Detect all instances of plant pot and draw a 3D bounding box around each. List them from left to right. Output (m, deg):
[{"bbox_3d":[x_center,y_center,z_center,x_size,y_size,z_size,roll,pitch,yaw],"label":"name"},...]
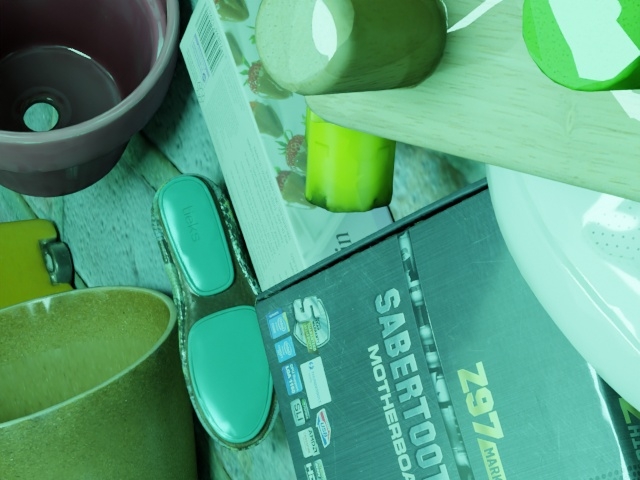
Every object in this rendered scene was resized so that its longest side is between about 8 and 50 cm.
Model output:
[{"bbox_3d":[-0.202,-0.124,1.152,0.180,0.201,0.201,103,152,-69],"label":"plant pot"},{"bbox_3d":[-0.184,0.196,1.187,0.237,0.237,0.254,25,135,61],"label":"plant pot"}]

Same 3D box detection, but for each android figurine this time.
[{"bbox_3d":[0.015,-0.159,0.741,0.248,0.056,0.272,-90,1,-67],"label":"android figurine"}]

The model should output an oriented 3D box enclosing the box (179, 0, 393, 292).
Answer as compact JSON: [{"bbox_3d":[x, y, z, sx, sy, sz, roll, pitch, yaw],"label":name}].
[{"bbox_3d":[0.000,0.000,0.887,0.067,0.063,0.324,120,135,-54],"label":"box"}]

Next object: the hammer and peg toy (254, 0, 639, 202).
[{"bbox_3d":[0.069,-0.151,0.453,0.361,0.127,0.265,18,107,35],"label":"hammer and peg toy"}]

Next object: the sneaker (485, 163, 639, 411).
[{"bbox_3d":[0.123,-0.084,0.554,0.169,0.108,0.292,115,141,-54],"label":"sneaker"}]

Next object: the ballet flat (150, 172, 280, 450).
[{"bbox_3d":[-0.065,0.048,1.057,0.070,0.070,0.188,142,119,-62],"label":"ballet flat"}]

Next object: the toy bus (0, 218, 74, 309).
[{"bbox_3d":[-0.251,0.146,1.410,0.130,0.108,0.332,116,138,-52],"label":"toy bus"}]

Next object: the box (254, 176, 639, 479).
[{"bbox_3d":[0.072,0.103,0.706,0.183,0.059,0.232,-26,72,41],"label":"box"}]
